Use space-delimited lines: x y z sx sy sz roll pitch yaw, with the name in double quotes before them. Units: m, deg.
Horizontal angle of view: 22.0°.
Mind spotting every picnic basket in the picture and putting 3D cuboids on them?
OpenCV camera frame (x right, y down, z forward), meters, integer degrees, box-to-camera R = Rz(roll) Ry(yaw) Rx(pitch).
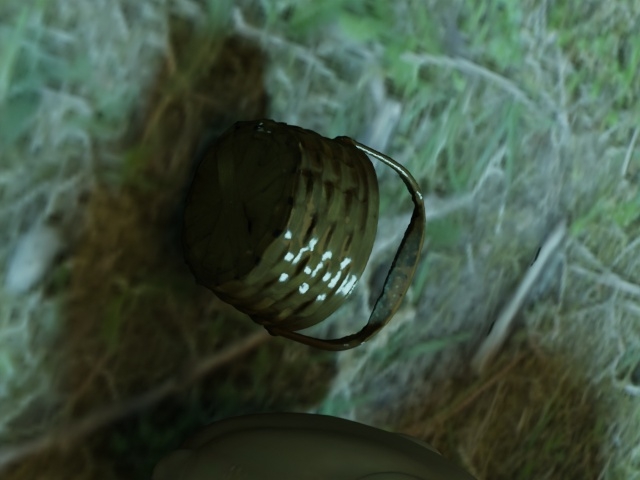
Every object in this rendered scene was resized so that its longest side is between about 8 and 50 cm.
"picnic basket" 0.000 0.000 0.557 0.083 0.072 0.072 22 90 -38

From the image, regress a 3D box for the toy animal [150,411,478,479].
"toy animal" -0.009 0.160 0.554 0.171 0.171 0.197 19 89 -51
